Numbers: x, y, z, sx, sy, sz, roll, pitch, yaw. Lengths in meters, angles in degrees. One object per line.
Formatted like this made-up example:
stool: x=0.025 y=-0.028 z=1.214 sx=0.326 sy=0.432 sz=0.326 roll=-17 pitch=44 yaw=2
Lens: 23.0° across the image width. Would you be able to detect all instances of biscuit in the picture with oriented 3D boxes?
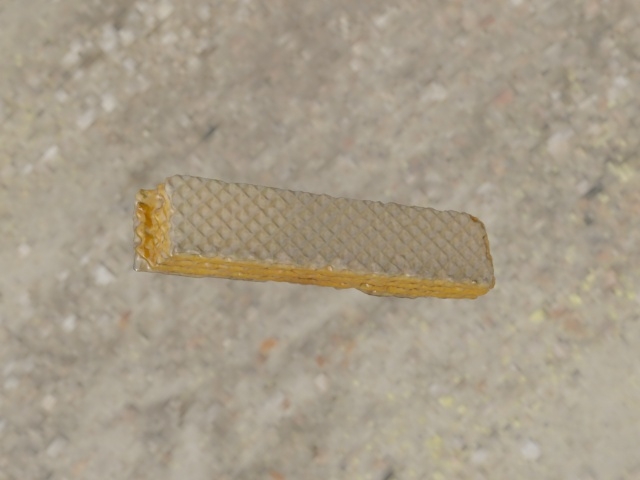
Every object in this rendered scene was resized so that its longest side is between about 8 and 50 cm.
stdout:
biscuit: x=0.000 y=0.000 z=1.586 sx=0.054 sy=0.378 sz=0.094 roll=131 pitch=141 yaw=-55
